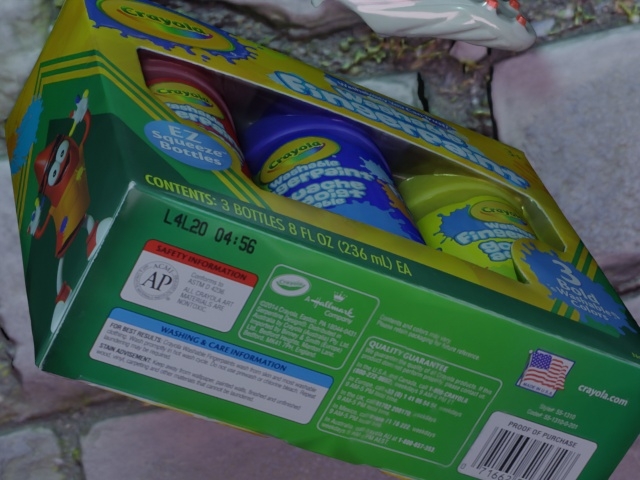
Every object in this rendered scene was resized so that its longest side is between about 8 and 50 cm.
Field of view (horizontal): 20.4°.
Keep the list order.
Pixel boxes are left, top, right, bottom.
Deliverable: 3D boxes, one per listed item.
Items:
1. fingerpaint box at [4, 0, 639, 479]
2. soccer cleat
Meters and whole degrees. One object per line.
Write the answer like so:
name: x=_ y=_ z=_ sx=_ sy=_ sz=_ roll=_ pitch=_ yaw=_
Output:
fingerpaint box: x=0.000 y=0.000 z=1.376 sx=0.445 sy=0.371 sz=0.163 roll=20 pitch=113 yaw=-23
soccer cleat: x=0.085 y=-0.194 z=1.475 sx=0.196 sy=0.068 sz=0.076 roll=21 pitch=116 yaw=-16
